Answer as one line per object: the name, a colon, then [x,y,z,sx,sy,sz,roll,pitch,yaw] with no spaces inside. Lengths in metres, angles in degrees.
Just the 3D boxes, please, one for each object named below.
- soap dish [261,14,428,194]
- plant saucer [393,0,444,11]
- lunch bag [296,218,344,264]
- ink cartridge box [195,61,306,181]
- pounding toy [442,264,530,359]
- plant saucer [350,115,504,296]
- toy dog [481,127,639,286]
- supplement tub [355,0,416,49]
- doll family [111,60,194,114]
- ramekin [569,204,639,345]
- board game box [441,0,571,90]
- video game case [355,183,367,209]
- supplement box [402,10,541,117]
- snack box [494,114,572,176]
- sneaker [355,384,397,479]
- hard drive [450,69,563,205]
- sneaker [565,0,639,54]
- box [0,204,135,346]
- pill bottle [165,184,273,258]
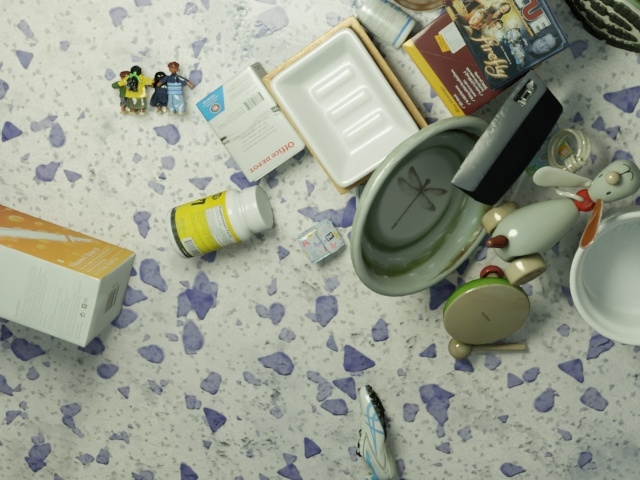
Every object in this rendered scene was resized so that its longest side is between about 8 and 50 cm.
soap dish: [0.058,-0.275,1.909,0.229,0.118,0.290,-33,98,17]
plant saucer: [0.202,-0.538,1.855,0.169,0.029,0.168,3,105,9]
lunch bag: [0.000,0.000,2.034,0.083,0.053,0.071,-29,100,7]
ink cartridge box: [-0.138,-0.248,1.968,0.148,0.086,0.203,-32,99,17]
pounding toy: [0.344,0.139,2.002,0.183,0.110,0.236,-10,134,2]
plant saucer: [0.199,-0.078,1.864,0.100,0.401,0.400,40,115,41]
toy dog: [0.440,-0.052,1.811,0.220,0.161,0.333,44,113,25]
supplement tub: [0.131,-0.438,1.874,0.107,0.071,0.071,34,109,-2]
doll family: [-0.358,-0.325,1.995,0.193,0.076,0.111,0,102,5]
ramekin: [0.640,0.060,1.895,0.277,0.135,0.277,2,106,9]
board game box: [0.328,-0.423,1.722,0.165,0.042,0.243,-29,99,16]
video game case: [0.164,-0.029,2.012,0.173,0.022,0.190,0,106,9]
supplement box: [0.295,-0.367,1.834,0.194,0.129,0.191,-35,97,17]
snack box: [0.431,-0.215,1.902,0.100,0.037,0.141,-30,100,18]
sneaker: [0.114,0.442,2.124,0.086,0.085,0.237,-10,103,8]
hard drive: [0.364,-0.186,1.797,0.054,0.172,0.254,39,98,29]
sneaker: [0.642,-0.448,1.774,0.410,0.158,0.182,31,78,2]
box: [-0.622,0.072,2.078,0.345,0.215,0.168,19,108,4]
pill bottle: [-0.216,-0.043,2.024,0.209,0.119,0.119,-17,102,14]
